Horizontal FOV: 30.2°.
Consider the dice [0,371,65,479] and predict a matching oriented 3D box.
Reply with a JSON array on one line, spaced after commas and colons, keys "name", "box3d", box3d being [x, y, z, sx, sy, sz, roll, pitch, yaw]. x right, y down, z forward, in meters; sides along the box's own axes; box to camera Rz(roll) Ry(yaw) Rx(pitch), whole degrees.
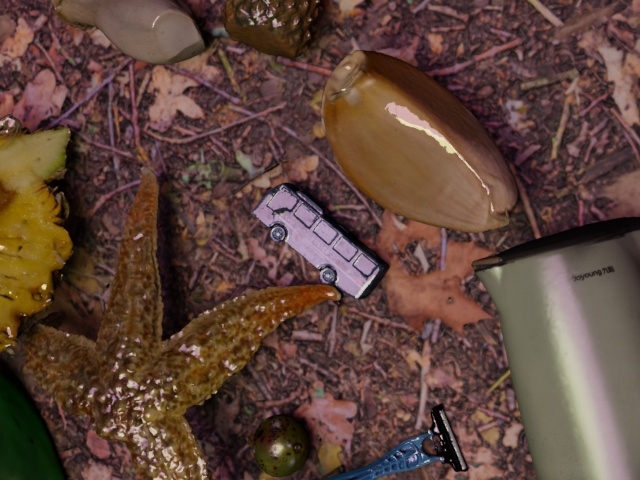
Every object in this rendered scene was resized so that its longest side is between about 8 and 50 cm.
[{"name": "dice", "box3d": [-0.511, 0.326, 1.458, 0.297, 0.287, 0.300, -26, 84, 17]}]

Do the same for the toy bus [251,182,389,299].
[{"name": "toy bus", "box3d": [0.000, 0.000, 1.367, 0.166, 0.047, 0.065, 40, 102, 12]}]

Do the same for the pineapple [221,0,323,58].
[{"name": "pineapple", "box3d": [-0.027, -0.335, 1.330, 0.125, 0.125, 0.251, 16, 89, 19]}]

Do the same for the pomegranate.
[{"name": "pomegranate", "box3d": [-0.052, 0.235, 1.395, 0.084, 0.073, 0.073, 34, 106, 35]}]

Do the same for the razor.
[{"name": "razor", "box3d": [0.038, 0.272, 1.333, 0.253, 0.042, 0.082, -23, 86, -11]}]

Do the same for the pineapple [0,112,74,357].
[{"name": "pineapple", "box3d": [-0.423, -0.018, 1.488, 0.344, 0.286, 0.209, 46, 151, 4]}]

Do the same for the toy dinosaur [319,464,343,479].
[{"name": "toy dinosaur", "box3d": [0.021, 0.380, 1.377, 0.251, 0.072, 0.199, -36, 89, 11]}]

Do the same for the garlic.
[{"name": "garlic", "box3d": [0.107, -0.096, 1.259, 0.245, 0.164, 0.145, 40, 89, 8]}]

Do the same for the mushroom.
[{"name": "mushroom", "box3d": [-0.229, -0.266, 1.407, 0.212, 0.097, 0.088, 24, 112, 18]}]

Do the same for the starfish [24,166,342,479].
[{"name": "starfish", "box3d": [-0.186, 0.152, 1.381, 0.398, 0.132, 0.383, 30, 81, 26]}]

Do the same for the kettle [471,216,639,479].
[{"name": "kettle", "box3d": [0.298, 0.109, 1.217, 0.240, 0.165, 0.255, -14, 84, -8]}]
